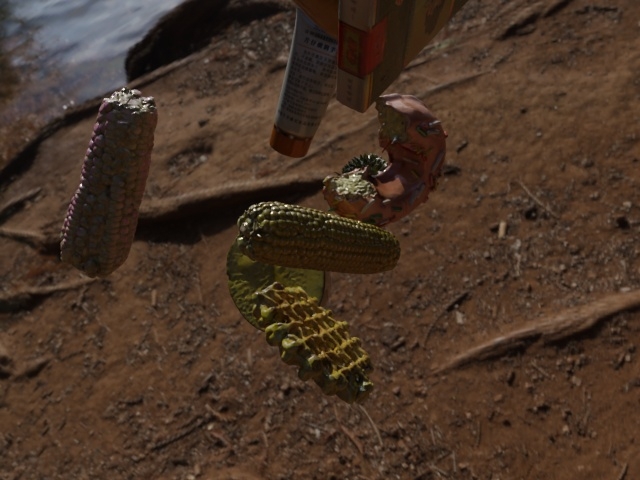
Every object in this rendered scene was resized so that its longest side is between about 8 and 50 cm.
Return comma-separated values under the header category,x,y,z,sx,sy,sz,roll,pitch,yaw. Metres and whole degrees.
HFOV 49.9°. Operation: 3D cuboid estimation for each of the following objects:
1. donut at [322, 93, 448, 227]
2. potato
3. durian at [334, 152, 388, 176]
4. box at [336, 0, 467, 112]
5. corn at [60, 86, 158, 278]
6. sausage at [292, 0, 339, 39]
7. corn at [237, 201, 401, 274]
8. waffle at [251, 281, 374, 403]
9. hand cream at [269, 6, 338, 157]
category,x,y,z,sx,sy,sz,roll,pitch,yaw
donut,0.122,-0.117,1.132,0.085,0.199,0.232,42,107,41
potato,-0.053,0.078,1.234,0.203,0.158,0.178,41,92,26
durian,0.105,-0.125,1.370,0.137,0.221,0.095,8,90,10
box,0.091,-0.227,0.586,0.034,0.132,0.235,30,59,19
corn,-0.357,-0.092,1.185,0.126,0.127,0.335,47,119,46
sausage,-0.049,-0.367,0.775,0.112,0.328,0.112,-43,17,16
corn,0.003,0.002,1.006,0.091,0.260,0.091,43,119,52
waffle,-0.005,0.119,0.825,0.038,0.191,0.191,-48,41,14
hand cream,-0.027,-0.320,1.383,0.140,0.314,0.089,21,34,-7
